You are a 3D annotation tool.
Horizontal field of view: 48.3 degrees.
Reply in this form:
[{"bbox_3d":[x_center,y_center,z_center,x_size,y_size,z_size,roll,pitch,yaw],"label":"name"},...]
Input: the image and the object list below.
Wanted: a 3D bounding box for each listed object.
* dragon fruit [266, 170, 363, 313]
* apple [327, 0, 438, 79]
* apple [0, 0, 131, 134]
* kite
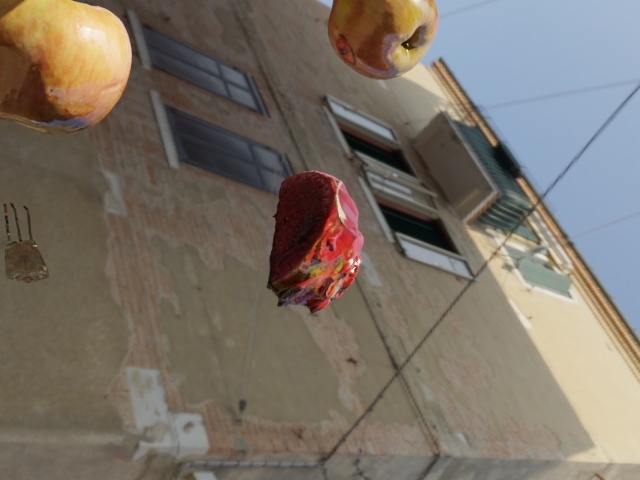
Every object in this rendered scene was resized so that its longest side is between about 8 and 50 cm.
[{"bbox_3d":[0.000,0.000,1.161,0.189,0.163,0.261,122,-18,-45],"label":"dragon fruit"},{"bbox_3d":[0.106,-0.391,1.282,0.164,0.209,0.209,39,-73,26],"label":"apple"},{"bbox_3d":[-0.677,-0.436,1.753,0.391,0.392,0.346,23,-82,48],"label":"apple"},{"bbox_3d":[-0.805,0.007,1.932,0.016,0.127,0.229,-79,170,-71],"label":"kite"}]
